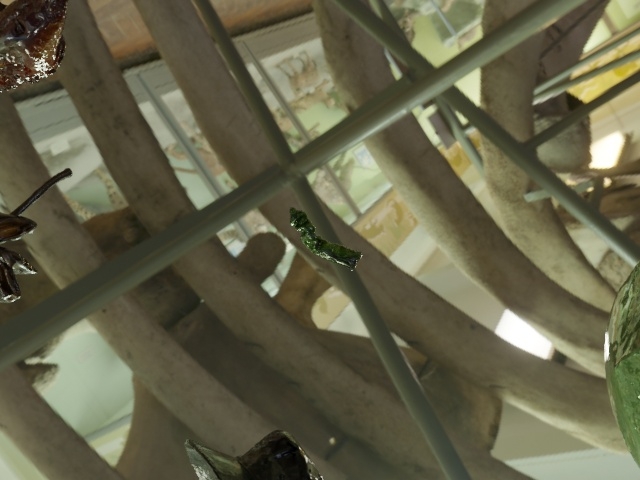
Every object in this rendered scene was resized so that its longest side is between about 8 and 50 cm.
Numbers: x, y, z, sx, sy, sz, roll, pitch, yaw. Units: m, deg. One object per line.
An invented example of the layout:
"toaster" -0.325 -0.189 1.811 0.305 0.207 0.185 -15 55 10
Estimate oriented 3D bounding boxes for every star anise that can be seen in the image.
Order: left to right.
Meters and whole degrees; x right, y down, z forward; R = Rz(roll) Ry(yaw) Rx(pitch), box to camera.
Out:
"star anise" -0.385 -0.001 0.670 0.073 0.177 0.234 -8 180 35

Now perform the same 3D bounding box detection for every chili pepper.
"chili pepper" 0.000 0.000 0.532 0.027 0.083 0.022 -50 -174 40

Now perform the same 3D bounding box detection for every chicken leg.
"chicken leg" -0.259 -0.182 0.485 0.205 0.093 0.053 -11 -172 20

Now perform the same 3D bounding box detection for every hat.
"hat" -0.058 0.321 0.719 0.128 0.266 0.265 -33 -174 -22

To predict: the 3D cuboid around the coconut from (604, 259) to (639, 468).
"coconut" 0.431 0.131 0.558 0.328 0.328 0.281 -34 -158 3
